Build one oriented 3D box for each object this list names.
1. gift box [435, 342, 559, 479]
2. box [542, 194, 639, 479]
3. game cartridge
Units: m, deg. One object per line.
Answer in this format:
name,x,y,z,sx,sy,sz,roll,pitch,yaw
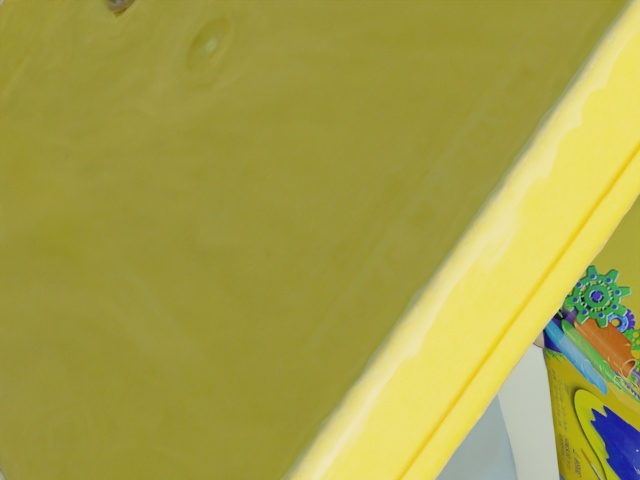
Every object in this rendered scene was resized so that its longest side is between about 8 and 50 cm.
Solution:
gift box,0.135,0.231,1.409,0.255,0.276,0.258,23,44,-38
box,0.262,0.109,0.870,0.177,0.290,0.279,-40,65,-10
game cartridge,-0.018,-0.050,0.593,0.052,0.323,0.285,31,97,-36
